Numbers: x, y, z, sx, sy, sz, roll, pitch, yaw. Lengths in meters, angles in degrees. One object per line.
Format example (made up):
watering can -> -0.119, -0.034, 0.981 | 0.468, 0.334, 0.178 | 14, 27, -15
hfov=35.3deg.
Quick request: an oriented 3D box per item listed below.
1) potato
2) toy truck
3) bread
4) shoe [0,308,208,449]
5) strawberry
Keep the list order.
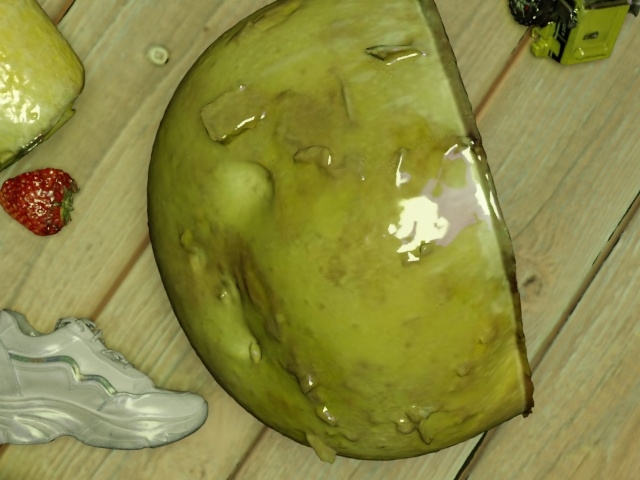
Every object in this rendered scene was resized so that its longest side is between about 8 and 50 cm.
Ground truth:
potato -> 0.000, 0.000, 0.952 | 0.319, 0.385, 0.442 | -19, 83, 3
toy truck -> 0.297, -0.325, 1.077 | 0.136, 0.111, 0.286 | -13, 133, -20
bread -> -0.338, -0.156, 0.990 | 0.197, 0.197, 0.170 | -42, 104, -6
shoe -> -0.238, 0.145, 1.053 | 0.244, 0.095, 0.138 | 3, 93, -3
strawberry -> -0.299, -0.042, 1.055 | 0.083, 0.073, 0.073 | 9, 89, 4
